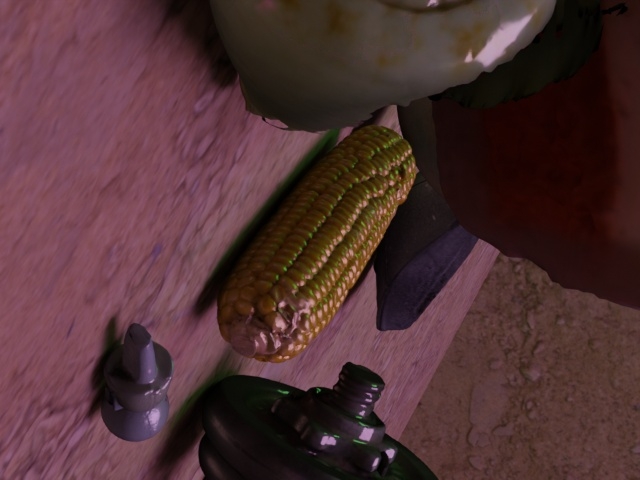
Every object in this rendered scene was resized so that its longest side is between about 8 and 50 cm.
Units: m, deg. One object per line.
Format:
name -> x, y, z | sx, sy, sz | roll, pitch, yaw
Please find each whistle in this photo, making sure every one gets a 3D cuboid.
whistle -> -0.091, 0.071, 0.878 | 0.035, 0.035, 0.100 | -56, 168, -31

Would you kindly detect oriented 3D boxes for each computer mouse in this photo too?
computer mouse -> 0.082, -0.004, 1.517 | 0.229, 0.068, 0.113 | -56, -168, 52

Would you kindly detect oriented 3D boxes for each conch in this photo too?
conch -> 0.035, -0.093, 0.701 | 0.143, 0.137, 0.250 | -35, 164, -2

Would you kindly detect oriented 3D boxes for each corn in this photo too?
corn -> 0.000, 0.000, 1.061 | 0.206, 0.067, 0.067 | -53, 168, -44

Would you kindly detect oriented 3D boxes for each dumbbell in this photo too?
dumbbell -> -0.061, 0.264, 1.189 | 0.406, 0.179, 0.179 | -64, 171, 10

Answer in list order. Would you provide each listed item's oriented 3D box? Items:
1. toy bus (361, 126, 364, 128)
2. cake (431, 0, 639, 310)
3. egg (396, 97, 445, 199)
toy bus -> 0.040, -0.054, 1.207 | 0.031, 0.037, 0.083 | -62, 171, 3
cake -> 0.195, -0.131, 0.791 | 0.230, 0.237, 0.308 | -22, 116, -34
egg -> 0.114, -0.079, 1.200 | 0.114, 0.152, 0.114 | -25, 174, -3
